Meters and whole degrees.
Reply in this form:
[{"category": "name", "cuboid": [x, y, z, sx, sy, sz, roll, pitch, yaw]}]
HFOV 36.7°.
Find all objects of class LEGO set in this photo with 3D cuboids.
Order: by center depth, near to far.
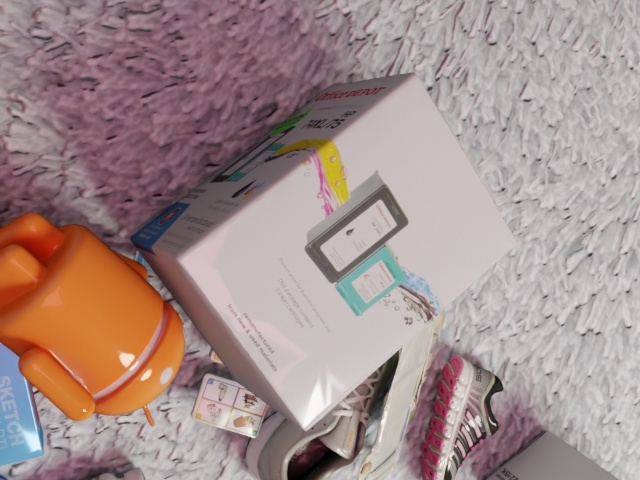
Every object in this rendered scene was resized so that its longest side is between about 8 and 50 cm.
[{"category": "LEGO set", "cuboid": [-0.154, 0.085, 1.001, 0.244, 0.060, 0.182, 20, 83, -21]}]

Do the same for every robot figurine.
[{"category": "robot figurine", "cuboid": [-0.211, 0.071, 0.876, 0.128, 0.158, 0.219, -45, 117, -4]}]

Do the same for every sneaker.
[{"category": "sneaker", "cuboid": [0.029, 0.174, 1.022, 0.099, 0.121, 0.262, 33, 90, -21]}, {"category": "sneaker", "cuboid": [0.166, 0.221, 1.105, 0.075, 0.063, 0.170, 13, 93, -13]}]

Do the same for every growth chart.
[{"category": "growth chart", "cuboid": [0.088, 0.157, 1.028, 0.021, 0.172, 0.237, 17, 92, 19]}]

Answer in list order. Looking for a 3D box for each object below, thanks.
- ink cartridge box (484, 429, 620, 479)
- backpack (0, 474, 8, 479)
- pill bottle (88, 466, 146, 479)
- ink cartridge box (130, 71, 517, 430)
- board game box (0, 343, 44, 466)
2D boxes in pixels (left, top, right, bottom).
[{"category": "ink cartridge box", "cuboid": [0.333, 0.379, 1.118, 0.114, 0.197, 0.273, -39, 110, -8]}, {"category": "backpack", "cuboid": [-0.345, 0.285, 0.949, 0.105, 0.084, 0.114, -5, 106, -15]}, {"category": "pill bottle", "cuboid": [-0.234, 0.281, 0.992, 0.120, 0.067, 0.067, -23, 107, -12]}, {"category": "ink cartridge box", "cuboid": [0.000, 0.000, 0.918, 0.270, 0.198, 0.197, -39, 108, -15]}, {"category": "board game box", "cuboid": [-0.409, 0.077, 0.897, 0.242, 0.064, 0.316, -12, 105, -14]}]
